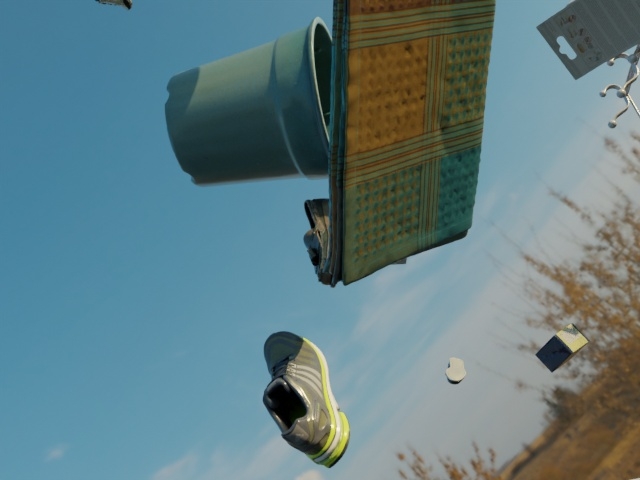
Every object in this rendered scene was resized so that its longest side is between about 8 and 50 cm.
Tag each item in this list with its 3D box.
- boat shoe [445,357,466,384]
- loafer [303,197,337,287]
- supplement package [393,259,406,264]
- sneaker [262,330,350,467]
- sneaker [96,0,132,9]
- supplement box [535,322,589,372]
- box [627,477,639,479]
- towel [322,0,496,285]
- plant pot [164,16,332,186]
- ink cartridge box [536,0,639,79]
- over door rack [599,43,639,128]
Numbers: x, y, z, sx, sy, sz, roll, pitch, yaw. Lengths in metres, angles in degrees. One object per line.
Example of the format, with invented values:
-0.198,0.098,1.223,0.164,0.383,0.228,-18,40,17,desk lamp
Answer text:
0.310,0.310,1.633,0.125,0.046,0.038,-57,-25,-75,boat shoe
0.000,0.000,1.358,0.267,0.084,0.096,-84,5,-59,loafer
0.146,-0.033,1.732,0.105,0.179,0.105,-4,-53,-10,supplement package
-0.047,0.256,1.249,0.111,0.300,0.121,-47,-53,9,sneaker
-0.396,-0.454,1.307,0.109,0.040,0.043,25,-88,-57,sneaker
0.557,0.247,1.623,0.083,0.056,0.083,-20,-30,-38,supplement box
0.521,0.449,1.115,0.137,0.126,0.072,-10,7,-1,box
0.112,-0.151,0.857,0.271,0.040,0.370,-18,-62,-39,towel
-0.126,-0.263,1.502,0.334,0.341,0.341,-10,-22,13,plant pot
0.643,-0.506,1.616,0.232,0.066,0.189,-28,-56,35,ink cartridge box
0.779,-0.335,1.676,0.108,0.324,0.239,-21,-34,-5,over door rack
